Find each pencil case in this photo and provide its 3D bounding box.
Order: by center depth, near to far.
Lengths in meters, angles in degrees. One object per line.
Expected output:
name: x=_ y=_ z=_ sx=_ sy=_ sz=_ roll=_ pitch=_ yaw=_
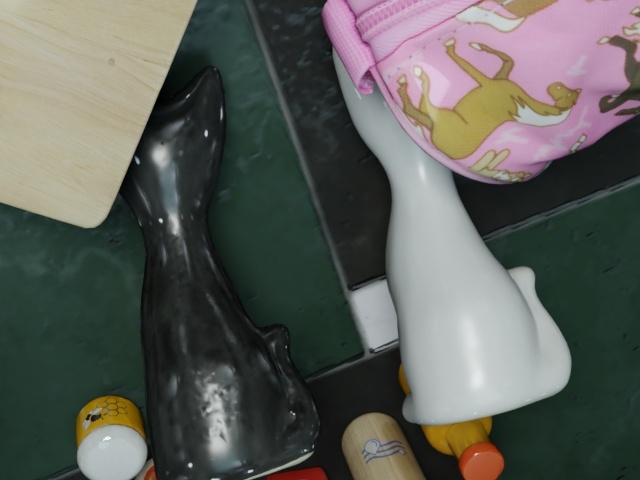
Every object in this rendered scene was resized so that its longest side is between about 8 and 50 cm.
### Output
pencil case: x=0.178 y=-0.161 z=0.509 sx=0.167 sy=0.160 sz=0.386 roll=35 pitch=134 yaw=-27

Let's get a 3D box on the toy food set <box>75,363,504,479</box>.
toy food set: x=-0.018 y=0.136 z=0.722 sx=0.232 sy=0.104 sz=0.111 roll=-5 pitch=117 yaw=-12

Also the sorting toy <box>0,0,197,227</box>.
sorting toy: x=-0.172 y=-0.168 z=0.540 sx=0.257 sy=0.089 sz=0.255 roll=18 pitch=110 yaw=-21

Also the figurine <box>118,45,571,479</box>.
figurine: x=0.000 y=0.000 z=0.647 sx=0.215 sy=0.092 sz=0.209 roll=-13 pitch=87 yaw=-9
